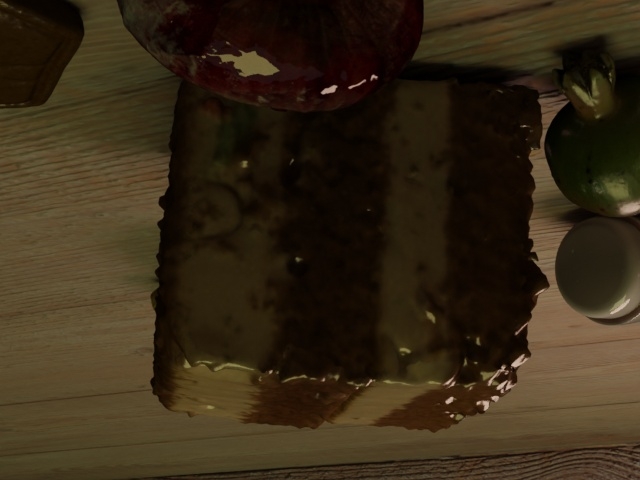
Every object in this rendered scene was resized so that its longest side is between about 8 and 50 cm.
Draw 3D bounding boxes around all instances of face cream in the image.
[{"bbox_3d":[0.310,0.029,1.182,0.104,0.117,0.117,4,162,-38],"label":"face cream"}]

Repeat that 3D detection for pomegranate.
[{"bbox_3d":[0.220,-0.085,0.880,0.115,0.114,0.142,-13,133,32],"label":"pomegranate"}]

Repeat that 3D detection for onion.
[{"bbox_3d":[-0.026,-0.135,0.724,0.206,0.098,0.151,5,162,-13],"label":"onion"}]

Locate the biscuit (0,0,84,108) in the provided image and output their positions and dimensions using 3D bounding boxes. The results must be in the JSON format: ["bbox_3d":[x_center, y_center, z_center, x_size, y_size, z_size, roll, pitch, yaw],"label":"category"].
[{"bbox_3d":[-0.285,-0.141,0.798,0.215,0.034,0.182,8,159,-24],"label":"biscuit"}]

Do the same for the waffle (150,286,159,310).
[{"bbox_3d":[-0.093,0.070,1.335,0.249,0.056,0.253,-1,172,15],"label":"waffle"}]

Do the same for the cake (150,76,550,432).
[{"bbox_3d":[0.011,0.016,0.943,0.290,0.255,0.282,6,162,-6],"label":"cake"}]
